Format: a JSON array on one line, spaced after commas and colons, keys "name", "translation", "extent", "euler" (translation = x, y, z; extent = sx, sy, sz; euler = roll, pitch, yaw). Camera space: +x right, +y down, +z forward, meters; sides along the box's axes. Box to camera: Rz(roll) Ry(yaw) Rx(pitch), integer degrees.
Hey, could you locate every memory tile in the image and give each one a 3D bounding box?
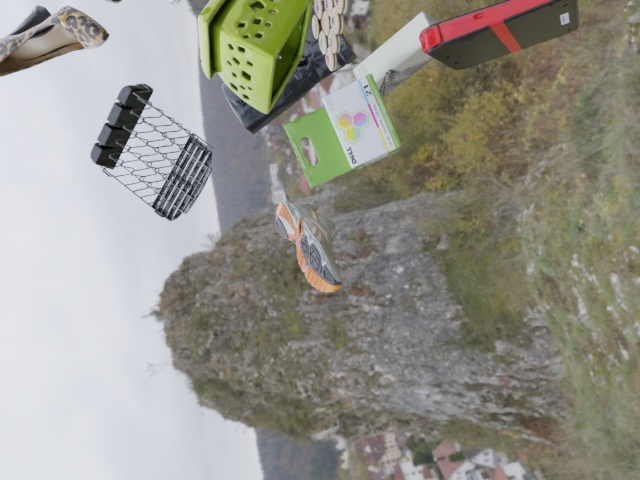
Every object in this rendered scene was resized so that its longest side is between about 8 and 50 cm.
[{"name": "memory tile", "translation": [0.011, -0.343, 0.747], "extent": [0.148, 0.012, 0.113], "euler": [103, 153, -64]}]

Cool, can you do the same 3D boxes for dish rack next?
[{"name": "dish rack", "translation": [-0.350, -0.182, 1.047], "extent": [0.208, 0.271, 0.074], "euler": [-56, -9, 18]}]

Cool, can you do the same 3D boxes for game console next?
[{"name": "game console", "translation": [0.452, -0.523, 1.228], "extent": [0.386, 0.342, 0.060], "euler": [-21, -82, -60]}]

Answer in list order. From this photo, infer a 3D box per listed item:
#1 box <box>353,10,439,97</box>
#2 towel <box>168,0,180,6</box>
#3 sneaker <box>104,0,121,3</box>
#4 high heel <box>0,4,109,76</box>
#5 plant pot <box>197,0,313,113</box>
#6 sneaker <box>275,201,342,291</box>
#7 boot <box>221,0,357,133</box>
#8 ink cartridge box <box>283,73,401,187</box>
[{"name": "box", "translation": [0.242, -0.555, 1.502], "extent": [0.113, 0.275, 0.094], "euler": [-5, -111, -51]}, {"name": "towel", "translation": [-0.341, -0.622, 1.147], "extent": [0.152, 0.023, 0.113], "euler": [22, 125, 62]}, {"name": "sneaker", "translation": [-0.408, -0.568, 1.011], "extent": [0.071, 0.170, 0.068], "euler": [33, 175, 38]}, {"name": "high heel", "translation": [-0.554, -0.385, 1.006], "extent": [0.186, 0.261, 0.093], "euler": [-61, -28, -16]}, {"name": "plant pot", "translation": [-0.163, -0.485, 1.185], "extent": [0.227, 0.207, 0.228], "euler": [118, 176, -68]}, {"name": "sneaker", "translation": [0.000, 0.000, 1.140], "extent": [0.262, 0.121, 0.099], "euler": [59, 146, 30]}, {"name": "boot", "translation": [-0.145, -0.627, 1.690], "extent": [0.146, 0.445, 0.367], "euler": [24, -143, -60]}, {"name": "ink cartridge box", "translation": [0.048, -0.260, 1.215], "extent": [0.097, 0.255, 0.189], "euler": [-36, -77, -79]}]
